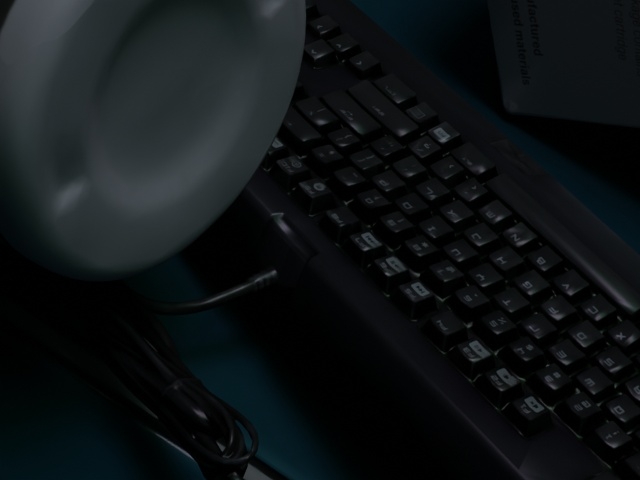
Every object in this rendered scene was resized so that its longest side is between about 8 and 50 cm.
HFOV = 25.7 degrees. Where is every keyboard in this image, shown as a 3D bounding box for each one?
[{"bbox_3d":[0.000,0.000,0.472,0.201,0.033,0.317,-24,54,-31],"label":"keyboard"}]

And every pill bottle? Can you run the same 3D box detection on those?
[{"bbox_3d":[-0.118,-0.082,0.427,0.208,0.119,0.119,29,38,28],"label":"pill bottle"}]

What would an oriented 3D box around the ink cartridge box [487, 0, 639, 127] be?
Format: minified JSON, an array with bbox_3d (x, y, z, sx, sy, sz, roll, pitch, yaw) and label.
[{"bbox_3d":[0.251,-0.148,0.596,0.307,0.129,0.223,10,43,29],"label":"ink cartridge box"}]
